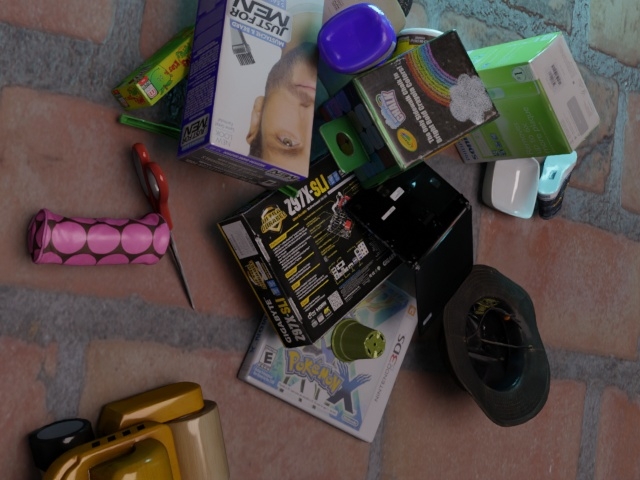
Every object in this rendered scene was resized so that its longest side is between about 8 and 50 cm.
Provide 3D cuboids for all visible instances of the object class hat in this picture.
[{"bbox_3d":[0.324,0.223,1.924,0.331,0.134,0.331,17,62,-37],"label":"hat"}]

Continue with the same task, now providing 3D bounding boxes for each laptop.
[{"bbox_3d":[0.175,-0.003,1.769,0.264,0.136,0.234,42,48,3],"label":"laptop"}]

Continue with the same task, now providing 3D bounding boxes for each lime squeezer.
[{"bbox_3d":[-0.184,-0.146,1.567,0.310,0.059,0.110,24,31,-9],"label":"lime squeezer"}]

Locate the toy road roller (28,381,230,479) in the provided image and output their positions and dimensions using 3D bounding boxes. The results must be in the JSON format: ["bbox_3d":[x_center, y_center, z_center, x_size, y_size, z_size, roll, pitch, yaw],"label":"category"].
[{"bbox_3d":[-0.261,0.362,1.419,0.330,0.241,0.202,-15,100,-36],"label":"toy road roller"}]

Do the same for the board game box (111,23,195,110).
[{"bbox_3d":[-0.245,-0.284,1.517,0.181,0.092,0.043,-48,118,-26],"label":"board game box"}]

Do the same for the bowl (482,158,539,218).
[{"bbox_3d":[0.406,-0.125,2.031,0.142,0.053,0.142,16,82,-36],"label":"bowl"}]

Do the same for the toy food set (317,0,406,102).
[{"bbox_3d":[0.007,-0.432,1.705,0.220,0.092,0.306,-47,123,-16],"label":"toy food set"}]

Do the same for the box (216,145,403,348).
[{"bbox_3d":[0.000,0.000,1.664,0.322,0.079,0.257,-39,105,-41],"label":"box"}]

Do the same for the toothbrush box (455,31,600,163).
[{"bbox_3d":[0.378,-0.276,1.864,0.122,0.283,0.206,-42,114,-28],"label":"toothbrush box"}]

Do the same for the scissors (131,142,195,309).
[{"bbox_3d":[-0.255,-0.023,1.546,0.021,0.109,0.297,-28,130,-22],"label":"scissors"}]

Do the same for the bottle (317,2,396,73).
[{"bbox_3d":[0.067,-0.329,1.557,0.118,0.283,0.092,-29,94,11],"label":"bottle"}]

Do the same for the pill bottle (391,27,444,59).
[{"bbox_3d":[0.190,-0.295,1.827,0.117,0.117,0.215,11,83,-36],"label":"pill bottle"}]

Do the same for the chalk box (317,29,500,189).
[{"bbox_3d":[0.126,-0.212,1.636,0.289,0.179,0.180,-29,92,-21],"label":"chalk box"}]

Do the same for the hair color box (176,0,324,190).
[{"bbox_3d":[-0.104,-0.268,1.479,0.185,0.110,0.338,16,71,-35],"label":"hair color box"}]

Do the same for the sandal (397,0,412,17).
[{"bbox_3d":[0.118,-0.423,1.827,0.067,0.040,0.179,32,86,-27],"label":"sandal"}]

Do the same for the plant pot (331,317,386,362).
[{"bbox_3d":[0.077,0.188,1.726,0.083,0.079,0.083,-1,92,-37],"label":"plant pot"}]

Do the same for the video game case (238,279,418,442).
[{"bbox_3d":[0.031,0.185,1.764,0.329,0.036,0.300,33,71,-32],"label":"video game case"}]

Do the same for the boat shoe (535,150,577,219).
[{"bbox_3d":[0.532,-0.130,2.127,0.183,0.065,0.083,-53,146,-37],"label":"boat shoe"}]

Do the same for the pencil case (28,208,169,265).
[{"bbox_3d":[-0.345,-0.007,1.449,0.209,0.098,0.095,3,133,-37],"label":"pencil case"}]
